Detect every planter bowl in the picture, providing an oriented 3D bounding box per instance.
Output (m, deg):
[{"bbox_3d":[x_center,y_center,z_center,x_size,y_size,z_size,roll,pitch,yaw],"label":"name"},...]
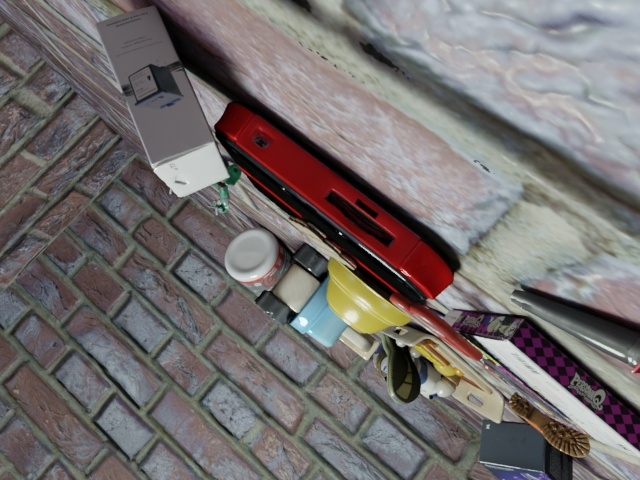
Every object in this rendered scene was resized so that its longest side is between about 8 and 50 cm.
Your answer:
[{"bbox_3d":[0.079,0.119,0.844,0.217,0.090,0.217,38,-176,-3],"label":"planter bowl"}]

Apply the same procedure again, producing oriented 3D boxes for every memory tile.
[{"bbox_3d":[0.000,0.000,0.723,0.113,0.012,0.148,41,176,-20],"label":"memory tile"}]

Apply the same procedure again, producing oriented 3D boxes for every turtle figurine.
[{"bbox_3d":[-0.271,-0.155,1.004,0.175,0.118,0.234,28,159,-23],"label":"turtle figurine"}]

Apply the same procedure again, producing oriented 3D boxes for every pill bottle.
[{"bbox_3d":[-0.193,0.120,1.648,0.210,0.210,0.363,34,169,32],"label":"pill bottle"}]

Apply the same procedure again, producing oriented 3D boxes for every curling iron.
[{"bbox_3d":[0.281,0.106,0.353,0.274,0.035,0.068,28,164,48],"label":"curling iron"}]

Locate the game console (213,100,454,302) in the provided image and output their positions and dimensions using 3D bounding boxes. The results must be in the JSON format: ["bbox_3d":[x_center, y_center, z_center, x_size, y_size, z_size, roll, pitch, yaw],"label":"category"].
[{"bbox_3d":[0.017,-0.036,0.681,0.387,0.060,0.342,39,176,9],"label":"game console"}]

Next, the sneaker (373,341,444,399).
[{"bbox_3d":[0.300,0.422,1.378,0.182,0.127,0.315,34,178,-12],"label":"sneaker"}]

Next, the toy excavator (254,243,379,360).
[{"bbox_3d":[0.031,0.248,1.354,0.445,0.222,0.433,40,171,-2],"label":"toy excavator"}]

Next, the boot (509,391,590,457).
[{"bbox_3d":[0.439,0.349,0.798,0.085,0.059,0.158,41,179,-24],"label":"boot"}]

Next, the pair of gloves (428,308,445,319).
[{"bbox_3d":[0.281,0.200,0.808,0.198,0.023,0.159,43,170,-12],"label":"pair of gloves"}]

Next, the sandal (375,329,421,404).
[{"bbox_3d":[0.207,0.352,1.219,0.120,0.086,0.302,41,-162,-15],"label":"sandal"}]

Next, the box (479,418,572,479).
[{"bbox_3d":[0.506,0.535,1.048,0.153,0.108,0.207,-15,131,42],"label":"box"}]

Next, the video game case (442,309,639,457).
[{"bbox_3d":[0.306,0.191,0.616,0.232,0.042,0.210,40,170,-1],"label":"video game case"}]

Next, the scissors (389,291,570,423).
[{"bbox_3d":[0.226,0.166,0.621,0.297,0.021,0.109,36,172,-11],"label":"scissors"}]

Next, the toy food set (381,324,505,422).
[{"bbox_3d":[0.302,0.335,1.113,0.306,0.092,0.220,41,170,-8],"label":"toy food set"}]

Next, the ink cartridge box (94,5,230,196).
[{"bbox_3d":[-0.198,-0.171,0.559,0.190,0.082,0.139,64,172,6],"label":"ink cartridge box"}]
